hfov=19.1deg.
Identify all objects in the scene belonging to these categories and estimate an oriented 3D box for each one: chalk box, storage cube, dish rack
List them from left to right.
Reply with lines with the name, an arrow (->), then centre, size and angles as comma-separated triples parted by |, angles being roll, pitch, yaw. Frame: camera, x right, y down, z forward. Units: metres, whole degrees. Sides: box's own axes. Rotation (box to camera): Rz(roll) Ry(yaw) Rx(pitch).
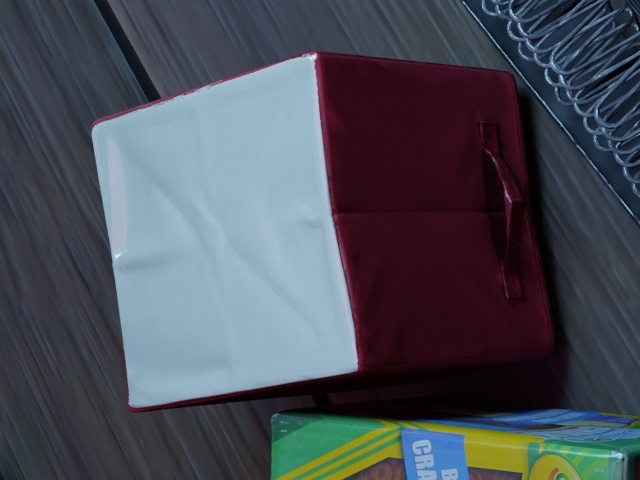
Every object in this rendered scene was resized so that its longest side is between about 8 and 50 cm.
storage cube -> 0.000, 0.000, 1.145 | 0.215, 0.193, 0.183 | -12, 83, 38
chalk box -> 0.134, 0.189, 1.065 | 0.289, 0.179, 0.180 | 1, 90, 35
dish rack -> 0.138, -0.118, 1.025 | 0.074, 0.271, 0.208 | -38, 67, 4
